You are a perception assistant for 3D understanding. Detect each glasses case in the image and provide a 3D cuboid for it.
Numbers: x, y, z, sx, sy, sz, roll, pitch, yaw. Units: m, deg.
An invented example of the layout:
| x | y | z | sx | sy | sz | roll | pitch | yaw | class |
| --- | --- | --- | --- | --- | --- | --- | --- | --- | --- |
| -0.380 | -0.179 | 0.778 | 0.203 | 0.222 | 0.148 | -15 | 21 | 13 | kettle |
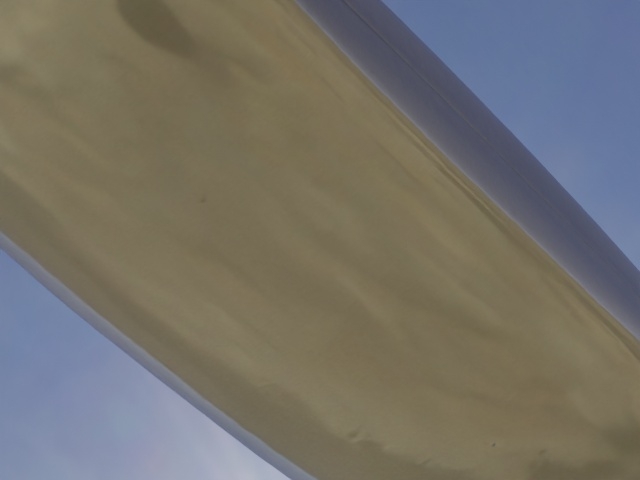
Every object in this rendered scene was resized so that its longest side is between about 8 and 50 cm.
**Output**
| x | y | z | sx | sy | sz | roll | pitch | yaw | class |
| --- | --- | --- | --- | --- | --- | --- | --- | --- | --- |
| 0.000 | 0.000 | 0.365 | 0.076 | 0.049 | 0.197 | -35 | -56 | 22 | glasses case |
